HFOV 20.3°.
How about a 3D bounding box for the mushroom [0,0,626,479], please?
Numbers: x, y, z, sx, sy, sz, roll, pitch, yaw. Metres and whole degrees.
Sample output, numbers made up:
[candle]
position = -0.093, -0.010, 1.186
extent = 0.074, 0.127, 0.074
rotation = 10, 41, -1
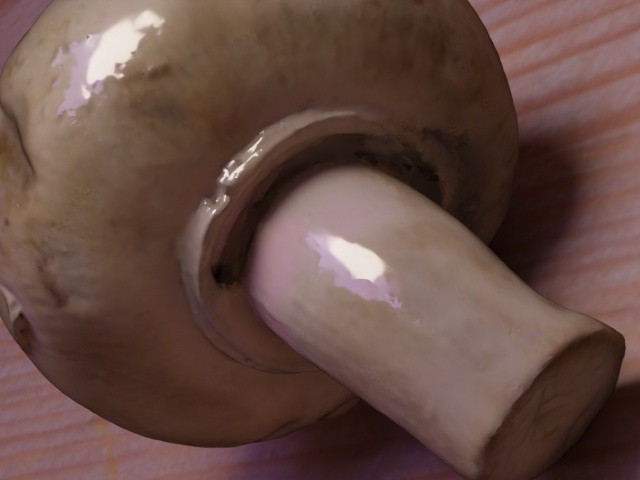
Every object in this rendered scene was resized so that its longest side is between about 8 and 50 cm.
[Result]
[mushroom]
position = -0.006, -0.021, 0.989
extent = 0.315, 0.356, 0.315
rotation = 18, -90, -90
